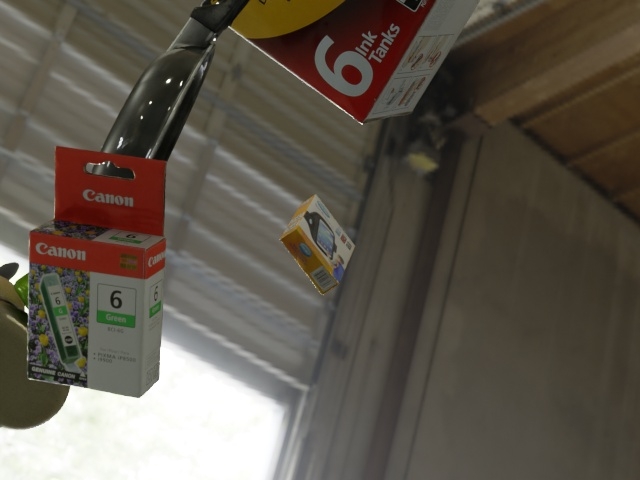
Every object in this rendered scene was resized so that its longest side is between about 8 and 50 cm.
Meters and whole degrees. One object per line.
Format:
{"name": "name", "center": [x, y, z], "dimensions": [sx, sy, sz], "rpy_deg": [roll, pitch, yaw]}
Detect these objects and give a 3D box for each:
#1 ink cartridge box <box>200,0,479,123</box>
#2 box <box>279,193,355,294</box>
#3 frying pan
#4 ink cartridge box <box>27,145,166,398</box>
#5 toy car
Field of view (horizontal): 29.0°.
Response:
{"name": "ink cartridge box", "center": [0.034, -0.312, 1.143], "dimensions": [0.272, 0.130, 0.309], "rpy_deg": [37, -67, 15]}
{"name": "box", "center": [0.000, 0.000, 1.425], "dimensions": [0.028, 0.136, 0.081], "rpy_deg": [-33, -78, 23]}
{"name": "frying pan", "center": [-0.102, -0.115, 0.888], "dimensions": [0.053, 0.197, 0.326], "rpy_deg": [25, -75, -5]}
{"name": "ink cartridge box", "center": [-0.110, 0.015, 0.606], "dimensions": [0.062, 0.029, 0.115], "rpy_deg": [8, -74, 13]}
{"name": "toy car", "center": [-0.323, 0.090, 1.216], "dimensions": [0.188, 0.155, 0.149], "rpy_deg": [42, -16, 56]}
